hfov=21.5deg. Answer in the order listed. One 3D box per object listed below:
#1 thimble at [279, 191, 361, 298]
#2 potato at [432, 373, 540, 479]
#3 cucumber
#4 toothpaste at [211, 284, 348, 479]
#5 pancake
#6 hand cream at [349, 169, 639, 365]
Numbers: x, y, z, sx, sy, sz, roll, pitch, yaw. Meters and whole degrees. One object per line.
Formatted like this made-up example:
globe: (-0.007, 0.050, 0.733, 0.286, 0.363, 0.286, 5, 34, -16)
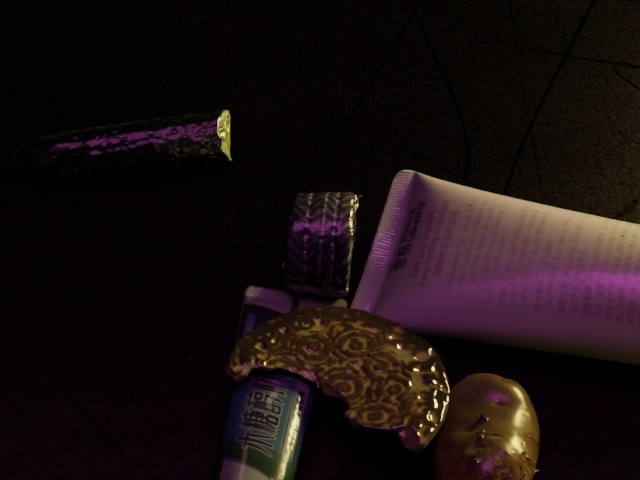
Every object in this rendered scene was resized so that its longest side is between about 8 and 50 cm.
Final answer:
thimble: (0.000, -0.002, 1.554, 0.066, 0.095, 0.104, 6, 42, 2)
potato: (0.143, 0.176, 1.442, 0.092, 0.070, 0.138, -4, 39, 13)
cucumber: (-0.193, -0.092, 1.645, 0.215, 0.052, 0.058, -6, 33, -6)
toothpaste: (-0.051, 0.188, 1.429, 0.099, 0.061, 0.392, 8, 48, 4)
pancake: (0.022, 0.121, 1.455, 0.184, 0.020, 0.190, -15, 44, -27)
hand cream: (0.218, 0.038, 1.539, 0.359, 0.118, 0.185, 11, 59, 15)
